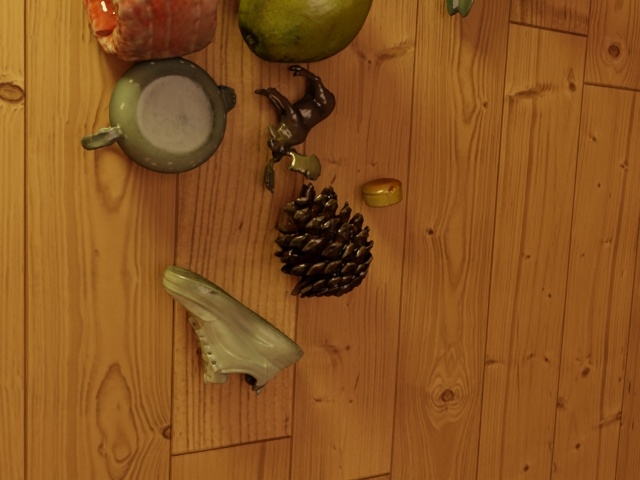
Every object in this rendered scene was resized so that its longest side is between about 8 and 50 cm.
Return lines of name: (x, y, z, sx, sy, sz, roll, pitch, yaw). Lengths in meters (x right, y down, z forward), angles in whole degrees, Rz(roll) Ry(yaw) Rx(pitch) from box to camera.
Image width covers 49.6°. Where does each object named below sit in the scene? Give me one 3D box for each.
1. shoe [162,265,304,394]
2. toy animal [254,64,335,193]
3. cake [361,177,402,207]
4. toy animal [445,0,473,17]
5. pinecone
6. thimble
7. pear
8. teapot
shoe: (-0.182, 0.180, 1.251, 0.316, 0.124, 0.159, 36, 86, -27)
toy animal: (-0.046, -0.208, 1.283, 0.214, 0.093, 0.186, -40, 116, -21)
cake: (0.125, -0.098, 1.394, 0.084, 0.084, 0.044, -19, 111, -25)
toy animal: (0.288, -0.591, 1.415, 0.125, 0.127, 0.251, -19, 120, -37)
pinecone: (0.000, 0.004, 1.286, 0.204, 0.179, 0.184, 57, 29, -17)
thimble: (-0.267, -0.398, 1.063, 0.162, 0.239, 0.239, -18, 105, -28)
pear: (-0.024, -0.418, 1.205, 0.269, 0.212, 0.212, -39, 113, -13)
teapot: (-0.256, -0.208, 1.155, 0.294, 0.129, 0.193, -24, 107, -21)
